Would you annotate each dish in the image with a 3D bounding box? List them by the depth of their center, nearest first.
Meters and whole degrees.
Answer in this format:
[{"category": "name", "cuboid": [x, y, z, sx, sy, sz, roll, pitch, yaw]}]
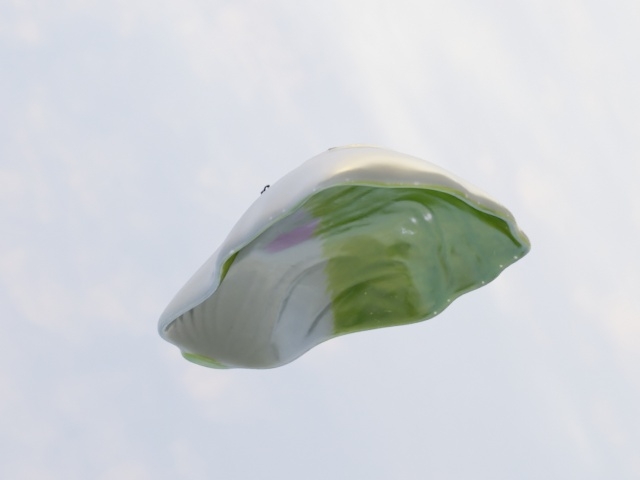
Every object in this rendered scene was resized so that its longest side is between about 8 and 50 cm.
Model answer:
[{"category": "dish", "cuboid": [0.000, 0.000, 0.631, 0.091, 0.137, 0.039, 20, -127, -38]}]
